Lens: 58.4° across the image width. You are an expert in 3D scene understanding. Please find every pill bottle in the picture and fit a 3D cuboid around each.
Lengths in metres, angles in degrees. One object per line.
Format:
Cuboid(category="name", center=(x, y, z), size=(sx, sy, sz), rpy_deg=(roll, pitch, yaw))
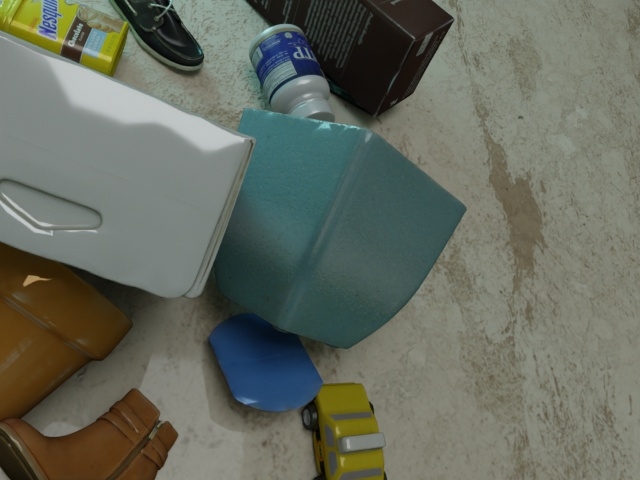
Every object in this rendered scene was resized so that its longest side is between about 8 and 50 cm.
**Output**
Cuboid(category="pill bottle", center=(-0.047, -0.279, 1.024), size=(0.112, 0.112, 0.186), rpy_deg=(-13, 70, -31))

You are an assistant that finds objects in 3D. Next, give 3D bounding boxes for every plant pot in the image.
Cuboid(category="plant pot", center=(0.000, 0.000, 0.779), size=(0.248, 0.247, 0.252), rpy_deg=(27, 86, -45))
Cuboid(category="plant pot", center=(-0.349, 0.106, 0.626), size=(0.205, 0.205, 0.188), rpy_deg=(37, 69, -3))

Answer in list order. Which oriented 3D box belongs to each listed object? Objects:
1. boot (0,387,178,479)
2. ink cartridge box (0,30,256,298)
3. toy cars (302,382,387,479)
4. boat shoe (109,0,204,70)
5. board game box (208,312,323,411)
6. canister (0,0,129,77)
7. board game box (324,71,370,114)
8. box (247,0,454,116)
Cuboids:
Cuboid(category="boot", center=(-0.255, 0.223, 0.641), size=(0.152, 0.073, 0.197), rpy_deg=(-56, 129, -43))
Cuboid(category="ink cartridge box", center=(-0.246, -0.078, 0.636), size=(0.279, 0.385, 0.160), rpy_deg=(20, 90, -16))
Cuboid(category="toy cars", center=(-0.009, 0.343, 0.709), size=(0.176, 0.087, 0.393), rpy_deg=(38, 54, -1))
Cuboid(category="boat shoe", center=(-0.288, -0.392, 0.994), size=(0.233, 0.079, 0.084), rpy_deg=(49, 52, 4))
Cuboid(category="board game box", center=(-0.081, 0.174, 0.793), size=(0.133, 0.033, 0.168), rpy_deg=(-4, 43, -34))
Cuboid(category="canister", center=(-0.404, -0.326, 0.904), size=(0.170, 0.073, 0.126), rpy_deg=(18, 57, -18))
Cuboid(category="board game box", center=(0.083, -0.352, 1.180), size=(0.126, 0.026, 0.186), rpy_deg=(28, 55, -9))
Cuboid(category="box", center=(0.041, -0.440, 1.080), size=(0.143, 0.191, 0.381), rpy_deg=(-35, 76, -33))
